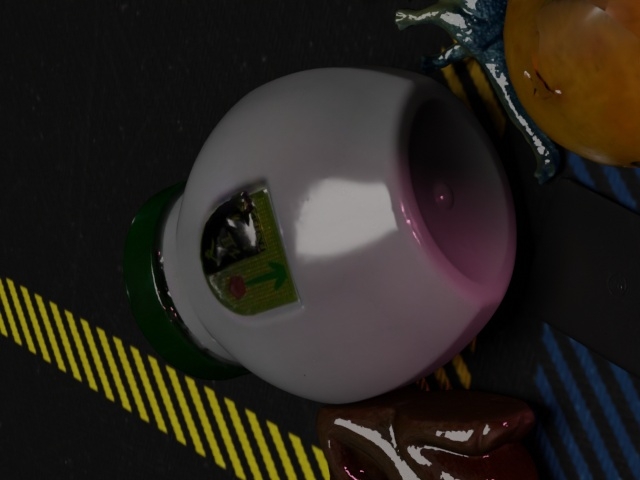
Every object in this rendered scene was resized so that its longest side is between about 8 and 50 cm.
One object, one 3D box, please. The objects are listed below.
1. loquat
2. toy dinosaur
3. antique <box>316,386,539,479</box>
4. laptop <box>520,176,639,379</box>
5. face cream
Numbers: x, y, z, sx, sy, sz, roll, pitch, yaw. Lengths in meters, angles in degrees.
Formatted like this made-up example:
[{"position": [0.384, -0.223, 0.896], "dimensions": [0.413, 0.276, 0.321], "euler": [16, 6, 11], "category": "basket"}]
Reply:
[{"position": [0.253, -0.167, 1.213], "dimensions": [0.235, 0.235, 0.235], "euler": [6, 98, 51], "category": "loquat"}, {"position": [0.147, -0.231, 1.467], "dimensions": [0.147, 0.076, 0.362], "euler": [1, 95, 32], "category": "toy dinosaur"}, {"position": [0.100, 0.215, 1.530], "dimensions": [0.257, 0.121, 0.143], "euler": [3, 105, 44], "category": "antique"}, {"position": [0.260, 0.039, 1.394], "dimensions": [0.197, 0.016, 0.135], "euler": [34, 117, 43], "category": "laptop"}, {"position": [0.000, 0.000, 1.539], "dimensions": [0.357, 0.219, 0.312], "euler": [-20, 86, 43], "category": "face cream"}]
